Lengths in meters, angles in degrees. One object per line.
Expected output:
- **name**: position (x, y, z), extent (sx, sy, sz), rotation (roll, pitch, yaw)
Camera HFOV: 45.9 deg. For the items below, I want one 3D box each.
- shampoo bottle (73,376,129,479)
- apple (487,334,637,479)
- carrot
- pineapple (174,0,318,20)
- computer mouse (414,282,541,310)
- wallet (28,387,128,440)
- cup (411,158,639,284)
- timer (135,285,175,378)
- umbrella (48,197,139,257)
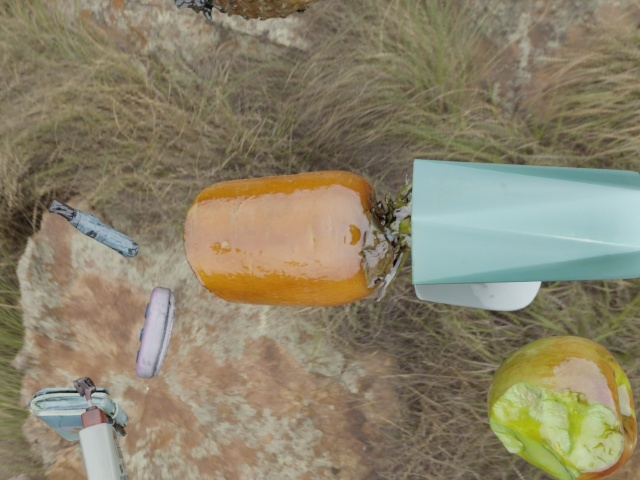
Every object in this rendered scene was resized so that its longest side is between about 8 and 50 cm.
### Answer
- **shampoo bottle**: position (-0.420, 0.406, 1.444), extent (0.071, 0.153, 0.284), rotation (-18, 74, -9)
- **apple**: position (0.401, 0.286, 1.270), extent (0.246, 0.226, 0.246), rotation (30, 53, -49)
- **carrot**: position (0.000, 0.000, 1.085), extent (0.331, 0.214, 0.193), rotation (-6, 71, 18)
- **pineapple**: position (-0.134, -0.452, 1.235), extent (0.202, 0.362, 0.202), rotation (-6, 99, -42)
- **computer mouse**: position (0.254, 0.050, 1.254), extent (0.230, 0.079, 0.128), rotation (4, 77, 34)
- **wallet**: position (-0.556, 0.411, 1.767), extent (0.176, 0.250, 0.075), rotation (-2, 63, -3)
- **cup**: position (0.215, -0.019, 0.798), extent (0.235, 0.134, 0.148), rotation (-1, 60, 8)
- **timer**: position (-0.381, 0.212, 1.756), extent (0.069, 0.191, 0.209), rotation (11, 87, -11)
- **umbrella**: position (-0.573, -0.033, 1.926), extent (0.250, 0.053, 0.052), rotation (34, 108, -25)
